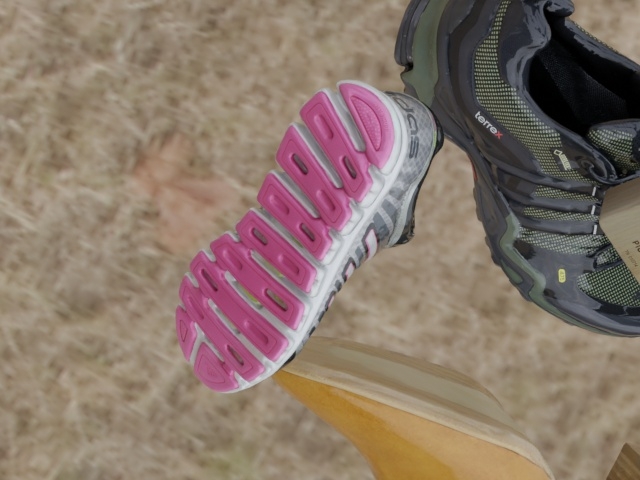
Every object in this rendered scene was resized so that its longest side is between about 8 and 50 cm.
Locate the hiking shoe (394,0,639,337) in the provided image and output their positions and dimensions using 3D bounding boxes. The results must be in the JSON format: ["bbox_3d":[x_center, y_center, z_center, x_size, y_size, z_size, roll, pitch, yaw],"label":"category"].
[{"bbox_3d":[0.130,-0.033,0.888,0.086,0.114,0.227,-51,119,-23],"label":"hiking shoe"}]

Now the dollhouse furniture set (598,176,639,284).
[{"bbox_3d":[0.217,-0.005,0.873,0.151,0.144,0.123,52,36,-23],"label":"dollhouse furniture set"}]

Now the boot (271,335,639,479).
[{"bbox_3d":[0.068,0.190,1.036,0.295,0.104,0.211,22,100,-15],"label":"boot"}]

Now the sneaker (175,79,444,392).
[{"bbox_3d":[0.000,0.000,0.787,0.075,0.063,0.170,-14,143,-52],"label":"sneaker"}]
